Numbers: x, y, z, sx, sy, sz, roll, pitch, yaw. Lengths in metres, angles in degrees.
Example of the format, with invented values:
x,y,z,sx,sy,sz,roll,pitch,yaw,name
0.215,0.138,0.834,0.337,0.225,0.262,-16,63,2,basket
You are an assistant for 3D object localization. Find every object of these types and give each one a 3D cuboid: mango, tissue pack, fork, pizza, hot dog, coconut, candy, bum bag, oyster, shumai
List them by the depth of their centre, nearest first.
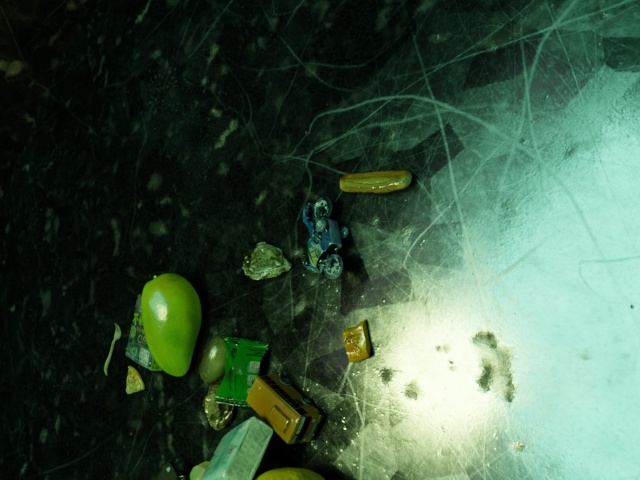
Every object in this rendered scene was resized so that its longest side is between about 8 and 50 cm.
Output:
x,y,z,sx,sy,sz,roll,pitch,yaw,name
0.142,-0.149,1.392,0.216,0.047,0.066,-1,46,37,hot dog
-0.237,0.598,1.441,0.263,0.089,0.177,-45,13,51,tissue pack
-0.237,0.392,1.565,0.141,0.078,0.203,6,90,20,candy
-0.169,0.067,1.597,0.125,0.064,0.177,-52,44,2,oyster
-0.367,0.733,1.632,0.083,0.081,0.082,-13,87,24,coconut
-0.329,0.503,1.636,0.123,0.105,0.139,-9,52,40,shumai
-0.492,0.818,1.703,0.142,0.080,0.326,50,126,23,bum bag
-0.486,0.278,1.743,0.192,0.156,0.343,-6,93,9,mango
-0.607,0.326,1.885,0.173,0.073,0.235,13,91,38,tissue pack
-0.696,0.533,1.953,0.123,0.026,0.108,41,110,34,pizza
-0.813,0.428,2.067,0.034,0.028,0.219,19,99,31,fork

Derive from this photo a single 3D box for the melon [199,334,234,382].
x,y,z,sx,sy,sz,roll,pitch,yaw,name
-0.323,0.369,1.641,0.099,0.099,0.162,32,105,37,melon

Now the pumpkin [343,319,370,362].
x,y,z,sx,sy,sz,roll,pitch,yaw,name
0.093,0.263,1.374,0.073,0.035,0.101,-23,67,31,pumpkin

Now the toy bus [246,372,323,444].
x,y,z,sx,sy,sz,roll,pitch,yaw,name
-0.100,0.458,1.442,0.201,0.114,0.098,33,104,37,toy bus

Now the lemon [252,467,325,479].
x,y,z,sx,sy,sz,roll,pitch,yaw,name
-0.075,0.693,1.307,0.320,0.245,0.245,-20,71,30,lemon

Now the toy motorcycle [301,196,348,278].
x,y,z,sx,sy,sz,roll,pitch,yaw,name
0.000,0.000,1.456,0.135,0.092,0.254,-33,55,40,toy motorcycle
